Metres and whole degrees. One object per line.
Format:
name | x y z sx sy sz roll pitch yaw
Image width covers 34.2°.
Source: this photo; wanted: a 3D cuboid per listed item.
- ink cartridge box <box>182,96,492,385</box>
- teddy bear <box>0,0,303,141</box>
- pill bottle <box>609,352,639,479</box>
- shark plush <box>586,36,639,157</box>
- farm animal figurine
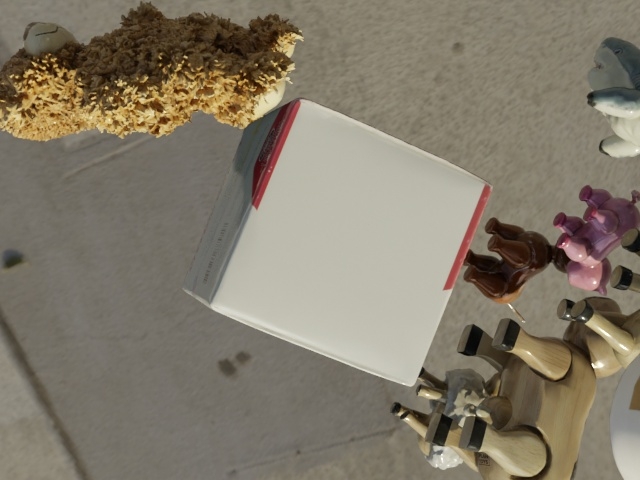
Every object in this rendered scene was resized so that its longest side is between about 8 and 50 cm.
ink cartridge box | 0.000 0.000 0.651 0.127 0.176 0.128 22 87 -13
teddy bear | -0.183 -0.185 1.091 0.338 0.245 0.113 7 135 21
pill bottle | 0.318 0.134 0.691 0.229 0.131 0.131 -3 109 61
shark plush | 0.242 -0.088 0.668 0.161 0.073 0.067 20 73 42
farm animal figurine | 0.240 0.118 0.995 0.172 0.330 0.326 27 90 -15
